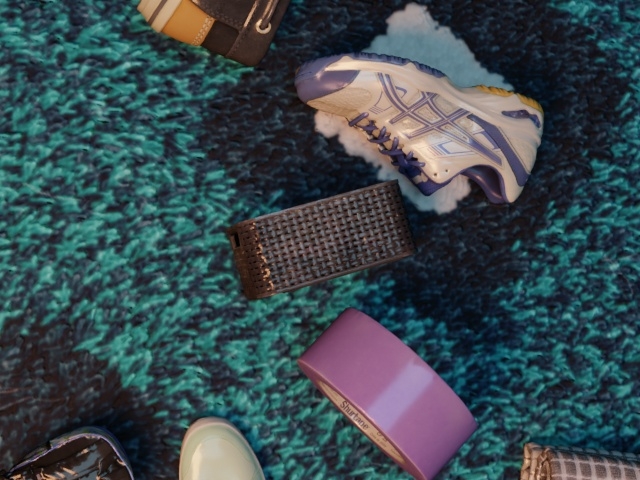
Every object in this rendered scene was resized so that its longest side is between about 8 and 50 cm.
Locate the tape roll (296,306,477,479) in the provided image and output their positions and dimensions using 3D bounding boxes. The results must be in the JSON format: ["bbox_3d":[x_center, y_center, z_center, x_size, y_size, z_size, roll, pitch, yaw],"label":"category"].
[{"bbox_3d":[0.069,0.163,1.041,0.080,0.189,0.189,-45,97,-12],"label":"tape roll"}]

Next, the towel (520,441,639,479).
[{"bbox_3d":[0.336,0.386,1.127,0.235,0.121,0.283,8,86,-12],"label":"towel"}]

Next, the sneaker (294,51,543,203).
[{"bbox_3d":[0.109,-0.121,1.104,0.297,0.112,0.130,12,85,-11],"label":"sneaker"}]

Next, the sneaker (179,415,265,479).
[{"bbox_3d":[-0.086,0.312,1.018,0.094,0.151,0.255,-10,88,-12],"label":"sneaker"}]

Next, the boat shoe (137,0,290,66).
[{"bbox_3d":[-0.002,-0.406,1.063,0.156,0.187,0.500,34,86,-15],"label":"boat shoe"}]

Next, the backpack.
[{"bbox_3d":[-0.252,0.248,1.016,0.114,0.084,0.105,-30,95,-8],"label":"backpack"}]

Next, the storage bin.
[{"bbox_3d":[0.000,0.000,1.067,0.180,0.122,0.084,-15,90,-13],"label":"storage bin"}]
